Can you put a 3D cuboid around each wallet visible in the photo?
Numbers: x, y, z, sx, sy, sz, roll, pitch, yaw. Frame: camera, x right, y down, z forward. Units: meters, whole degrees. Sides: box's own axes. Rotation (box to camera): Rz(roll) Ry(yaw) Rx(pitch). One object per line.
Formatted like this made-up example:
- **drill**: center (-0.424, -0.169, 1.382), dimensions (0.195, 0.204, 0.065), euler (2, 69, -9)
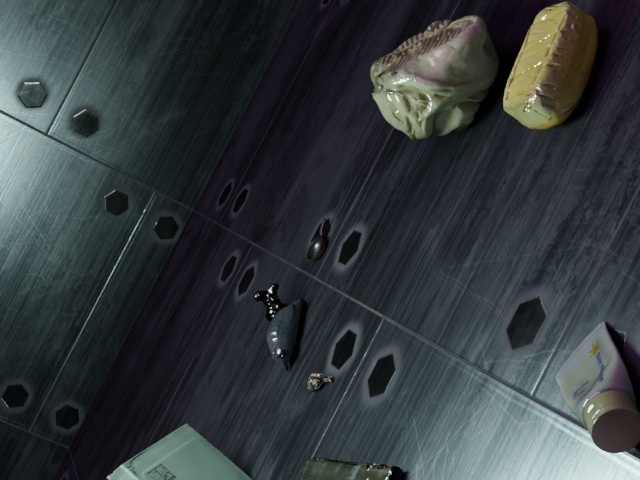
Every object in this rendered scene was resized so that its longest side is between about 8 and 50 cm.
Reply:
- **wallet**: center (0.031, 0.482, 1.829), dimensions (0.317, 0.044, 0.169), euler (-16, 46, 60)

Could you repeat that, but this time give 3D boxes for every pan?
- **pan**: center (0.001, 0.000, 2.503), dimensions (0.068, 0.023, 0.115), euler (-6, 61, 66)

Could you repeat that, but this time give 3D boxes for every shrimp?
- **shrimp**: center (-0.009, 0.300, 2.145), dimensions (0.092, 0.038, 0.029), euler (-35, 35, 49)

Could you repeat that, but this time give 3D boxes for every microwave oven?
- **microwave oven**: center (-0.321, 0.559, 2.138), dimensions (0.181, 0.237, 0.295), euler (-55, -12, 17)

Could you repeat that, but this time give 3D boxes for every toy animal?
- **toy animal**: center (-0.075, 0.211, 2.383), dimensions (0.117, 0.121, 0.210), euler (-17, 49, -2)

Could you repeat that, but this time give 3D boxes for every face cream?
- **face cream**: center (0.377, 0.200, 1.375), dimensions (0.114, 0.070, 0.224), euler (-54, 14, 19)

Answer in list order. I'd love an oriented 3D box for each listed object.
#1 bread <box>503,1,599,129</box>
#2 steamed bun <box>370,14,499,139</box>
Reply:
- **bread**: center (0.423, -0.313, 1.810), dimensions (0.140, 0.106, 0.236), euler (-10, 55, 65)
- **steamed bun**: center (0.258, -0.329, 2.107), dimensions (0.280, 0.207, 0.268), euler (-36, 21, -6)
